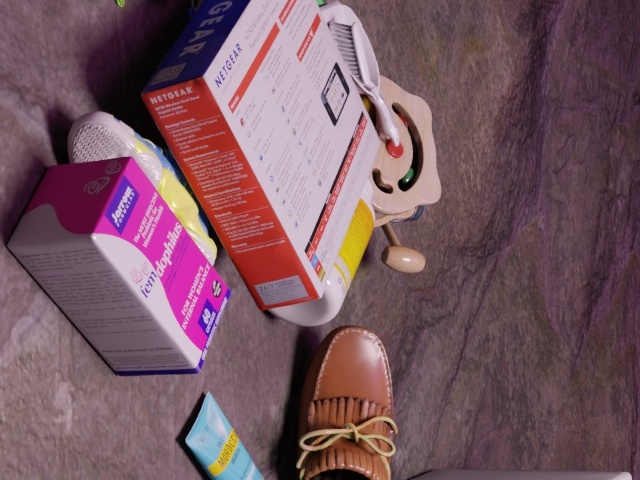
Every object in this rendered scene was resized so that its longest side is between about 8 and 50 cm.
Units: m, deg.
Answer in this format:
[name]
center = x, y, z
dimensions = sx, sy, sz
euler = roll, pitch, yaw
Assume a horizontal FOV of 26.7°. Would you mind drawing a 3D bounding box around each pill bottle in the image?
[pill bottle]
center = 0.000, 0.000, 1.747
dimensions = 0.117, 0.117, 0.215
euler = 63, 36, -35

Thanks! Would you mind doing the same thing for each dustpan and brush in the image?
[dustpan and brush]
center = 0.057, -0.226, 1.856
dimensions = 0.147, 0.060, 0.211
euler = -43, 120, -64

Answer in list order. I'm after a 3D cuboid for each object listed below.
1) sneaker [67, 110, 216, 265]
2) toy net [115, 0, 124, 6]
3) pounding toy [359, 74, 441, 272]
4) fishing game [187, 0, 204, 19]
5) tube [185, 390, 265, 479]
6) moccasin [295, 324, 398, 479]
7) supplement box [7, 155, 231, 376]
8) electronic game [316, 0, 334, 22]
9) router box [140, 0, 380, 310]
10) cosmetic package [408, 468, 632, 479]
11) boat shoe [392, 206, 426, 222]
[sneaker]
center = -0.192, -0.069, 1.461
dimensions = 0.126, 0.091, 0.240
euler = -91, 157, -48
[toy net]
center = -0.236, -0.371, 1.451
dimensions = 0.122, 0.045, 0.232
euler = -38, 117, -55
[pounding toy]
center = 0.067, -0.085, 1.939
dimensions = 0.154, 0.155, 0.270
euler = 8, 67, -32
[fishing game]
center = -0.162, -0.366, 1.525
dimensions = 0.189, 0.041, 0.264
euler = -85, 164, -46
[tube]
center = -0.099, 0.281, 1.601
dimensions = 0.207, 0.052, 0.080
euler = 61, 27, -27
[moccasin]
center = 0.026, 0.292, 1.713
dimensions = 0.147, 0.139, 0.380
euler = 127, -23, -70
[supplement box]
center = -0.200, 0.030, 1.379
dimensions = 0.220, 0.114, 0.111
euler = 56, 41, -40
[electronic game]
center = -0.027, -0.241, 1.809
dimensions = 0.229, 0.048, 0.229
euler = 18, 70, -60
[router box]
center = -0.053, -0.140, 1.576
dimensions = 0.301, 0.082, 0.335
euler = 63, 29, -28
[cosmetic package]
center = 0.242, 0.510, 1.897
dimensions = 0.393, 0.327, 0.329
euler = -1, 86, -63
[boat shoe]
center = 0.125, -0.118, 2.064
dimensions = 0.083, 0.065, 0.183
euler = 1, 91, -64
